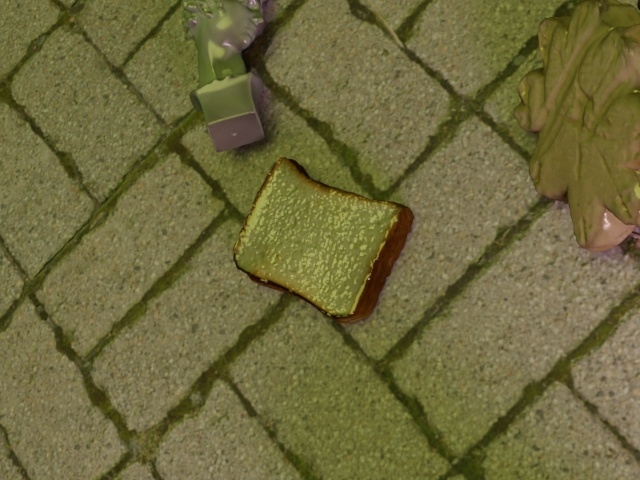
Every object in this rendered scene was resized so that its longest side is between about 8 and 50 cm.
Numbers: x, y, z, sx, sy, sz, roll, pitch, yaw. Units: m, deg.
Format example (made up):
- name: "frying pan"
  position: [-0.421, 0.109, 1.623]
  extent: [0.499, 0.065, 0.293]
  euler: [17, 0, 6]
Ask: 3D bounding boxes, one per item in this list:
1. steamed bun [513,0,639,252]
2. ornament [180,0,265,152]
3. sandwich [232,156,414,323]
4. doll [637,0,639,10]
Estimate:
- name: "steamed bun"
  position: [0.352, -0.133, 1.210]
  extent: [0.137, 0.295, 0.292]
  euler: [-5, 93, -20]
- name: "ornament"
  position: [-0.142, -0.265, 1.524]
  extent: [0.130, 0.120, 0.285]
  euler: [-1, 73, 3]
- name: "sandwich"
  position: [0.000, 0.000, 1.414]
  extent: [0.215, 0.065, 0.186]
  euler: [21, 86, 28]
- name: "doll"
  position: [0.447, -0.301, 1.243]
  extent: [0.129, 0.081, 0.207]
  euler: [35, 50, 22]
